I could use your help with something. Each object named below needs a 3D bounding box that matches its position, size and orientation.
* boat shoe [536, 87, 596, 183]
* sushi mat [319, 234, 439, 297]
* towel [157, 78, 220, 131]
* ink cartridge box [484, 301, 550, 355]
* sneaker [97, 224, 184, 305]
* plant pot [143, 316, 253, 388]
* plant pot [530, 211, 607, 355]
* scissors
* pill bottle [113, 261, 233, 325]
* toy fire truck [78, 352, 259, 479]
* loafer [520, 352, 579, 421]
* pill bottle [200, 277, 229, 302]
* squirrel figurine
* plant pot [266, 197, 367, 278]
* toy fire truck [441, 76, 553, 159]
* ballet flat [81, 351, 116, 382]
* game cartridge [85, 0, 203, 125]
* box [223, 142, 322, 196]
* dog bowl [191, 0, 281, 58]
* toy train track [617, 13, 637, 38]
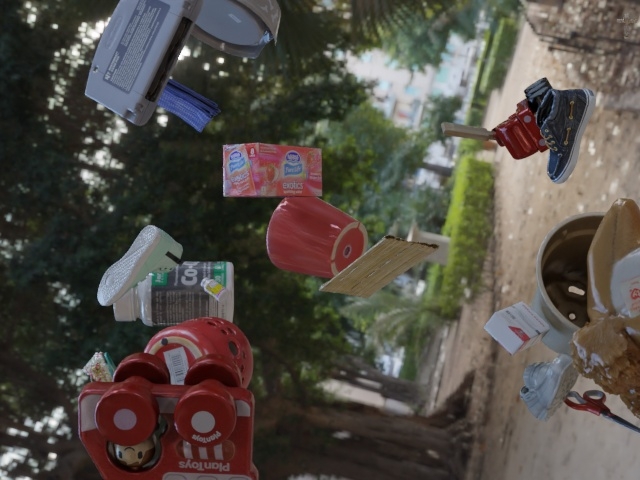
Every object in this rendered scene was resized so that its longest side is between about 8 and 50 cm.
[{"bbox_3d":[0.419,-0.188,1.458,0.065,0.083,0.184,-108,23,-55],"label":"boat shoe"},{"bbox_3d":[0.137,0.067,1.979,0.316,0.151,0.019,-41,44,50],"label":"sushi mat"},{"bbox_3d":[-0.390,-0.364,2.113,0.040,0.243,0.336,-63,13,-7],"label":"towel"},{"bbox_3d":[0.474,0.211,1.968,0.135,0.099,0.056,-11,-40,-47],"label":"ink cartridge box"},{"bbox_3d":[-0.473,0.091,2.194,0.256,0.094,0.151,-49,-38,4],"label":"sneaker"},{"bbox_3d":[-0.253,0.251,1.630,0.174,0.191,0.191,6,-83,-69],"label":"plant pot"},{"bbox_3d":[0.672,0.144,2.051,0.305,0.333,0.334,90,-165,-65],"label":"plant pot"},{"bbox_3d":[0.672,0.416,1.949,0.297,0.108,0.021,-113,19,-78],"label":"scissors"},{"bbox_3d":[-0.452,0.166,2.548,0.204,0.360,0.204,180,90,-82],"label":"pill bottle"},{"bbox_3d":[-0.254,0.337,1.379,0.169,0.301,0.254,-101,13,-77],"label":"toy fire truck"},{"bbox_3d":[0.531,0.338,1.937,0.112,0.111,0.319,-41,-24,-19],"label":"loafer"},{"bbox_3d":[-0.302,0.139,2.333,0.043,0.083,0.043,-40,-32,-31],"label":"pill bottle"},{"bbox_3d":[0.698,0.162,1.637,0.370,0.281,0.397,15,-74,-42],"label":"squirrel figurine"},{"bbox_3d":[0.000,0.000,2.635,0.275,0.243,0.275,-29,-51,-43],"label":"plant pot"},{"bbox_3d":[0.402,-0.244,1.764,0.246,0.159,0.217,-32,9,19],"label":"toy fire truck"},{"bbox_3d":[-0.500,0.386,2.001,0.077,0.241,0.091,-31,-1,-7],"label":"ballet flat"},{"bbox_3d":[-0.377,-0.408,1.712,0.062,0.198,0.297,19,-80,-52],"label":"game cartridge"},{"bbox_3d":[-0.136,-0.203,2.400,0.299,0.142,0.154,-2,-87,-54],"label":"box"},{"bbox_3d":[-0.272,-0.668,2.363,0.349,0.348,0.102,78,-148,-73],"label":"dog bowl"},{"bbox_3d":[0.768,-0.534,2.051,0.014,0.048,0.083,-69,-27,-24],"label":"toy train track"}]
